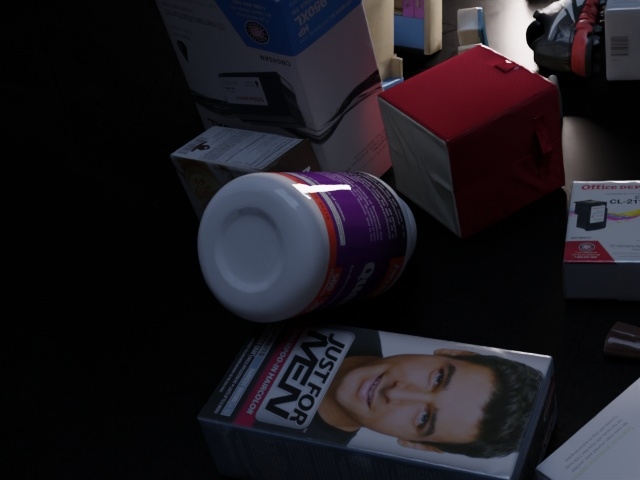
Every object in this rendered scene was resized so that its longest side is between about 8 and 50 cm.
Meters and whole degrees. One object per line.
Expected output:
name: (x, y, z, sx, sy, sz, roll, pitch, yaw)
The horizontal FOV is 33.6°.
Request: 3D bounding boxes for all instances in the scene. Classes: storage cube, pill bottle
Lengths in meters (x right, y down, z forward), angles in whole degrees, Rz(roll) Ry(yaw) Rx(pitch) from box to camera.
storage cube: (0.225, -0.149, 1.577, 0.193, 0.183, 0.215, -28, 40, -16)
pill bottle: (0.000, 0.000, 1.381, 0.181, 0.181, 0.323, 13, 11, 31)

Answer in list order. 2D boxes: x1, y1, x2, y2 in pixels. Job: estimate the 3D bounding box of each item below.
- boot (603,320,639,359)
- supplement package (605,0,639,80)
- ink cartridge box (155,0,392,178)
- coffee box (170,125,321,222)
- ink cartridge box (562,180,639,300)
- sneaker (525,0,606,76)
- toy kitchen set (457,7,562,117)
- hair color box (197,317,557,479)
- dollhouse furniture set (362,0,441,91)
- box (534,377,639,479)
boot: (0.414, 0.112, 1.314, 0.114, 0.037, 0.106, 9, 41, 33)
supplement package: (0.564, -0.393, 1.811, 0.134, 0.139, 0.244, 2, 40, 19)
ink cartridge box: (-0.065, -0.265, 1.645, 0.285, 0.395, 0.166, 21, 54, 37)
coffee box: (-0.102, -0.081, 1.592, 0.098, 0.141, 0.246, -38, 31, -27)
ink cartridge box: (0.397, -0.003, 1.429, 0.127, 0.072, 0.175, 0, 40, 18)
sneaker: (0.435, -0.387, 1.876, 0.135, 0.097, 0.276, 4, 43, 19)
toy kitchen set: (0.321, -0.284, 1.801, 0.166, 0.122, 0.207, -4, 59, 13)
hair color box: (0.069, 0.207, 1.240, 0.374, 0.113, 0.185, 7, 42, 24)
dollhouse furniture set: (0.057, -0.427, 1.881, 0.198, 0.286, 0.303, 14, 31, 32)
box: (0.419, 0.268, 1.096, 0.232, 0.058, 0.322, -34, 43, -23)
